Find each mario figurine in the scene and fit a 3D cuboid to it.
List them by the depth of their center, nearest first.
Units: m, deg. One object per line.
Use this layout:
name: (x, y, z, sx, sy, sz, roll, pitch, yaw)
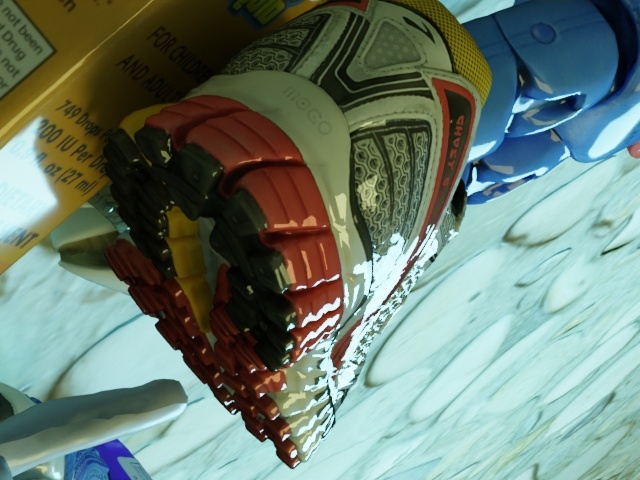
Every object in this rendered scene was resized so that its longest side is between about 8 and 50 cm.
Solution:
mario figurine: (0.123, -0.103, 0.761, 0.321, 0.170, 0.198, -19, -167, -23)

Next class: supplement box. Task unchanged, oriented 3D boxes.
supplement box: (-0.043, -0.084, 0.477, 0.233, 0.080, 0.078, -42, 165, 4)

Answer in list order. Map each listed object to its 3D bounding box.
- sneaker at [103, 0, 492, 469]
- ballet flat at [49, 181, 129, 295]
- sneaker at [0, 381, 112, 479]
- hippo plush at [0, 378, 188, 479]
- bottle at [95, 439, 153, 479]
sneaker: (0.000, 0.000, 0.530, 0.093, 0.088, 0.225, -39, 174, -15)
ballet flat: (-0.065, -0.020, 0.645, 0.067, 0.073, 0.206, -9, 157, -1)
sneaker: (-0.205, 0.191, 0.762, 0.330, 0.129, 0.147, -41, 158, 7)
hippo plush: (-0.220, 0.124, 0.537, 0.237, 0.234, 0.294, -28, -148, 29)
bottle: (-0.069, 0.214, 0.841, 0.118, 0.283, 0.092, -42, 163, 8)
